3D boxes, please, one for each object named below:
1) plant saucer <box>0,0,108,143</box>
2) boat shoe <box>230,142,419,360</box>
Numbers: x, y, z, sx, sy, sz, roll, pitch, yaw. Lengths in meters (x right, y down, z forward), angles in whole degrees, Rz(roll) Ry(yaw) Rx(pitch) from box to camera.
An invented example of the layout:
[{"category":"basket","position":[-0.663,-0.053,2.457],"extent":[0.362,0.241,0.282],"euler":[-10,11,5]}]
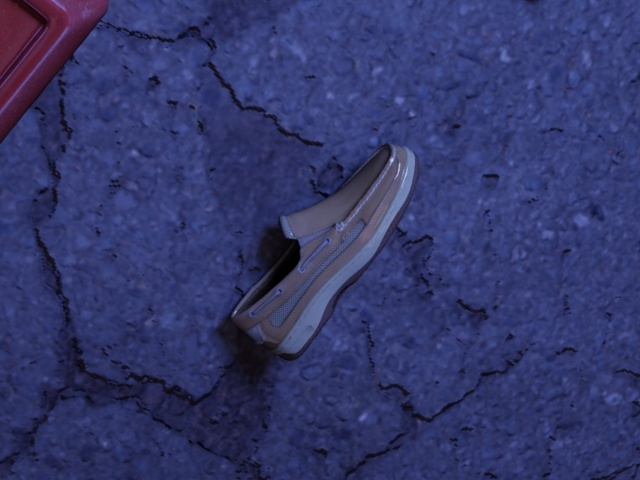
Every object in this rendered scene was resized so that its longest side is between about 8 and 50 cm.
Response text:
[{"category":"plant saucer","position":[-0.306,-0.131,1.014],"extent":[0.258,0.048,0.259],"euler":[38,93,-29]},{"category":"boat shoe","position":[0.000,0.000,1.180],"extent":[0.072,0.068,0.190],"euler":[32,96,-17]}]
